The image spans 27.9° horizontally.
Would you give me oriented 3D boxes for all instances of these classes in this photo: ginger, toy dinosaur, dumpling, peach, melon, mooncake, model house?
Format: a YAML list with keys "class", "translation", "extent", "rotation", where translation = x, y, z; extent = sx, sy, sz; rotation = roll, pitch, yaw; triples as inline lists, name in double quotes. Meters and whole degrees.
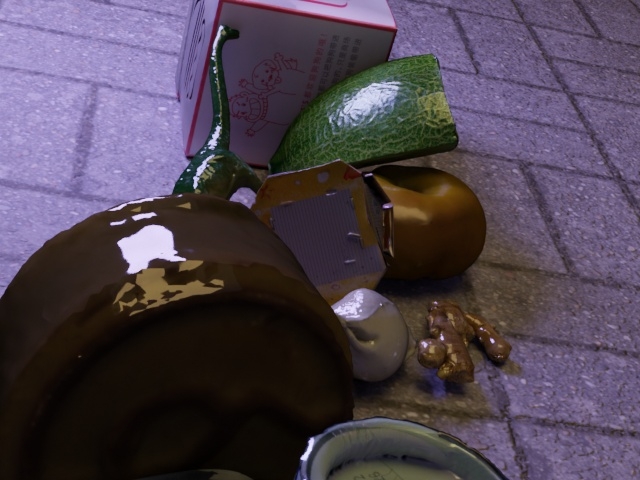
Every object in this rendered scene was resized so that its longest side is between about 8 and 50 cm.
- class: "ginger"
  translation: [0.182, 0.137, 1.774]
  extent: [0.193, 0.052, 0.176]
  rotation: [17, 24, -35]
- class: "toy dinosaur"
  translation: [-0.189, -0.118, 1.842]
  extent: [0.447, 0.087, 0.301]
  rotation: [-36, 97, -42]
- class: "dumpling"
  translation: [0.038, 0.121, 1.681]
  extent: [0.155, 0.181, 0.111]
  rotation: [-4, 47, 38]
- class: "peach"
  translation: [0.127, -0.029, 1.959]
  extent: [0.251, 0.153, 0.251]
  rotation: [6, 15, -2]
- class: "melon"
  translation: [0.052, -0.167, 2.026]
  extent: [0.323, 0.124, 0.196]
  rotation: [-18, 50, 12]
- class: "mooncake"
  translation: [-0.169, 0.157, 1.409]
  extent: [0.394, 0.393, 0.246]
  rotation: [-35, 42, -3]
- class: "model house"
  translation: [0.000, 0.000, 1.811]
  extent: [0.219, 0.207, 0.136]
  rotation: [-16, -1, 21]

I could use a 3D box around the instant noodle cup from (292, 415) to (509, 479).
- class: "instant noodle cup"
  translation: [0.039, 0.331, 1.116]
  extent: [0.284, 0.312, 0.284]
  rotation: [12, 29, -7]

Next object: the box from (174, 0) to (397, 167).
- class: "box"
  translation: [-0.068, -0.318, 2.185]
  extent: [0.312, 0.314, 0.300]
  rotation: [7, 33, -15]

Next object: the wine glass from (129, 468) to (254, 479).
- class: "wine glass"
  translation: [-0.058, 0.298, 1.309]
  extent: [0.321, 0.143, 0.143]
  rotation: [0, 33, -23]
